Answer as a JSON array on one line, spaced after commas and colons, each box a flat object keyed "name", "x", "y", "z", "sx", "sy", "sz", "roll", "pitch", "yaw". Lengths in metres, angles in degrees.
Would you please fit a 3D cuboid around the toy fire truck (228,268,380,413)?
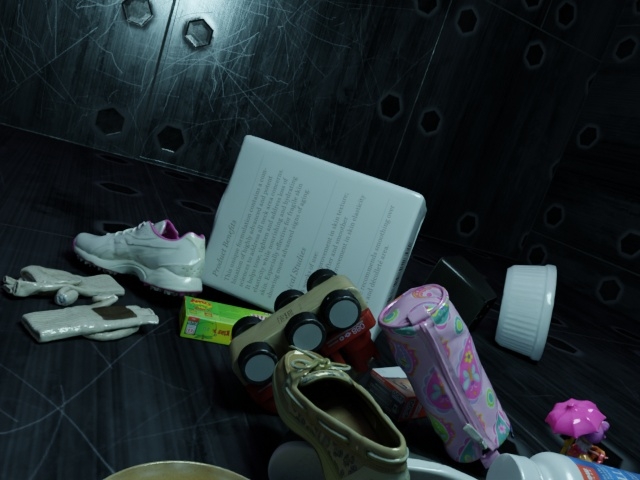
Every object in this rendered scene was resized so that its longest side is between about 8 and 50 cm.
[{"name": "toy fire truck", "x": -0.002, "y": 0.194, "z": 0.866, "sx": 0.246, "sy": 0.217, "sz": 0.158, "roll": 60, "pitch": -5, "yaw": -22}]

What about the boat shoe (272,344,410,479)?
[{"name": "boat shoe", "x": 0.022, "y": 0.193, "z": 0.627, "sx": 0.104, "sy": 0.089, "sz": 0.285, "roll": -2, "pitch": 19, "yaw": -26}]

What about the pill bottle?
[{"name": "pill bottle", "x": 0.339, "y": 0.353, "z": 0.713, "sx": 0.221, "sy": 0.124, "sz": 0.124, "roll": 17, "pitch": 12, "yaw": -10}]

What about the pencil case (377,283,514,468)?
[{"name": "pencil case", "x": 0.196, "y": 0.210, "z": 0.837, "sx": 0.124, "sy": 0.284, "sz": 0.124, "roll": -25, "pitch": 14, "yaw": 7}]

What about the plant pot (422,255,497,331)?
[{"name": "plant pot", "x": 0.395, "y": 0.169, "z": 1.559, "sx": 0.167, "sy": 0.187, "sz": 0.188, "roll": 38, "pitch": 19, "yaw": 27}]

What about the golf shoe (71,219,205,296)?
[{"name": "golf shoe", "x": -0.362, "y": 0.015, "z": 1.097, "sx": 0.306, "sy": 0.140, "sz": 0.115, "roll": 16, "pitch": 1, "yaw": 16}]

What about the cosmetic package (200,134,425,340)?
[{"name": "cosmetic package", "x": 0.000, "y": 0.000, "z": 1.220, "sx": 0.393, "sy": 0.329, "sz": 0.327, "roll": 21, "pitch": 4, "yaw": 11}]

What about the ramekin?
[{"name": "ramekin", "x": 0.575, "y": 0.193, "z": 1.526, "sx": 0.127, "sy": 0.273, "sz": 0.273, "roll": 10, "pitch": 8, "yaw": 18}]

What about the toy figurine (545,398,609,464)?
[{"name": "toy figurine", "x": 0.400, "y": 0.327, "z": 0.842, "sx": 0.173, "sy": 0.159, "sz": 0.130, "roll": 15, "pitch": 12, "yaw": -20}]

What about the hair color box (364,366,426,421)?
[{"name": "hair color box", "x": 0.172, "y": 0.275, "z": 0.989, "sx": 0.167, "sy": 0.053, "sz": 0.093, "roll": 6, "pitch": 18, "yaw": -42}]

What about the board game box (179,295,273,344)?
[{"name": "board game box", "x": -0.170, "y": 0.158, "z": 1.015, "sx": 0.181, "sy": 0.043, "sz": 0.092, "roll": 15, "pitch": 11, "yaw": -20}]

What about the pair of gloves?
[{"name": "pair of gloves", "x": -0.411, "y": 0.098, "z": 0.920, "sx": 0.204, "sy": 0.042, "sz": 0.240, "roll": 7, "pitch": 16, "yaw": -44}]

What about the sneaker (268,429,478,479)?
[{"name": "sneaker", "x": 0.089, "y": 0.280, "z": 0.696, "sx": 0.295, "sy": 0.105, "sz": 0.147, "roll": 15, "pitch": 17, "yaw": 1}]

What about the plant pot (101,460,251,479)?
[{"name": "plant pot", "x": -0.118, "y": 0.294, "z": 0.496, "sx": 0.236, "sy": 0.032, "sz": 0.236, "roll": 17, "pitch": 12, "yaw": -4}]
